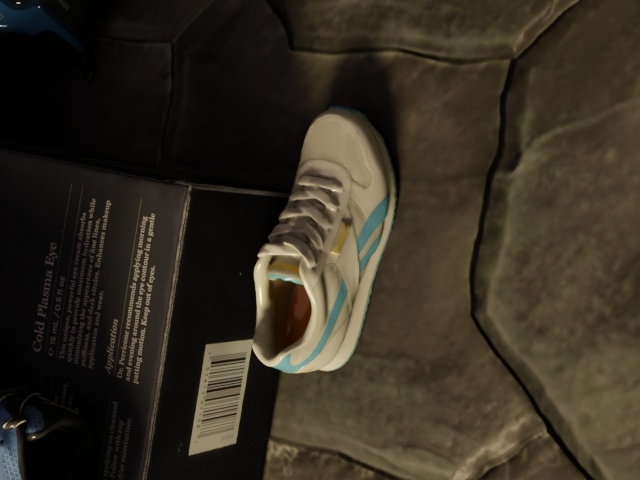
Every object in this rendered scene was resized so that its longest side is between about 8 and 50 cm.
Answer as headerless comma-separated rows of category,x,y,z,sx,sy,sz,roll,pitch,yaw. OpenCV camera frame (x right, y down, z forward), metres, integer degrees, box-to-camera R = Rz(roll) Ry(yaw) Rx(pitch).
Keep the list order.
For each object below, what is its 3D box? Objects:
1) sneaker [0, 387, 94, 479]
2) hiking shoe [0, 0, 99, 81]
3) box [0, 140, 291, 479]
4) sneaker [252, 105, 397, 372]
sneaker,-0.252,0.152,0.814,0.147,0.130,0.330,-40,72,10
hiking shoe,-0.364,-0.252,1.016,0.304,0.113,0.132,14,101,-6
box,-0.209,0.095,0.948,0.312,0.179,0.343,13,95,30
sneaker,0.000,0.000,0.871,0.087,0.092,0.229,10,93,33
